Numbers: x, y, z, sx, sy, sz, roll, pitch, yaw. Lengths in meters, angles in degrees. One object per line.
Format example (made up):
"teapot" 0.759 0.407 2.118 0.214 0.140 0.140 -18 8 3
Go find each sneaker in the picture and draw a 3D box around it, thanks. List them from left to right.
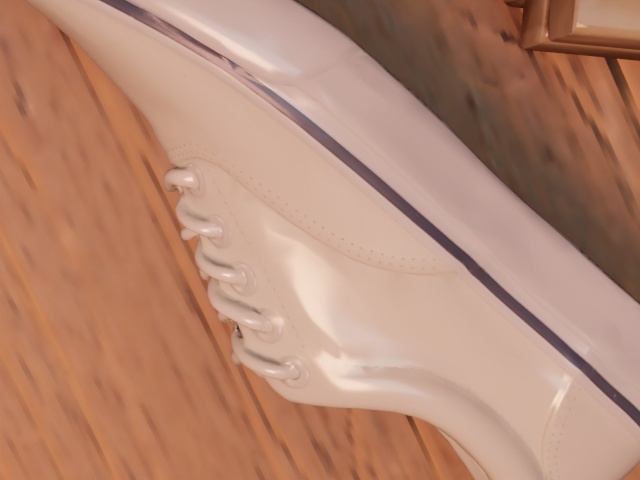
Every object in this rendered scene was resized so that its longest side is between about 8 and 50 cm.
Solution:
"sneaker" 0.000 0.000 0.371 0.258 0.094 0.091 39 86 -7

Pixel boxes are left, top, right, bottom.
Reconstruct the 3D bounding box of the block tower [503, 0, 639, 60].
"block tower" 0.115 -0.222 0.364 0.097 0.091 0.336 5 93 -6
